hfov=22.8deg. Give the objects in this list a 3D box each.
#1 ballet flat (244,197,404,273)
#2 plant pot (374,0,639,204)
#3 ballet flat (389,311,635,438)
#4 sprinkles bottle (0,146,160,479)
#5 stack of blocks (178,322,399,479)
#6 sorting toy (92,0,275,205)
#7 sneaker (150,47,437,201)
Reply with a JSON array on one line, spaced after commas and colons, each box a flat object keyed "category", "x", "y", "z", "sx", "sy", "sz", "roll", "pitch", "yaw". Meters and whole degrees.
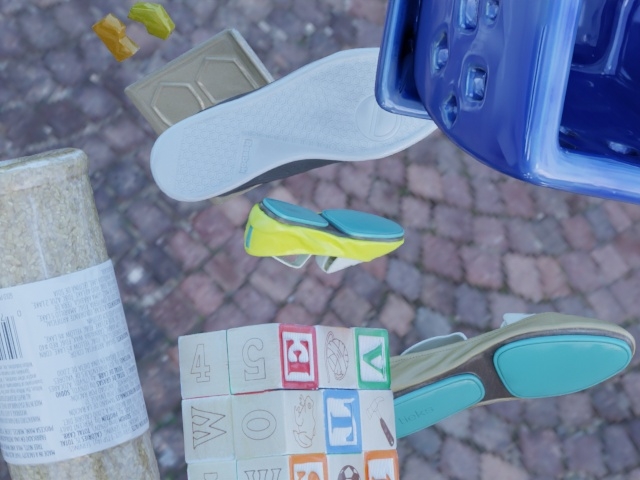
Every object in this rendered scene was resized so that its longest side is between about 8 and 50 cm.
[{"category": "ballet flat", "x": 0.000, "y": 0.000, "z": 1.900, "sx": 0.231, "sy": 0.077, "sz": 0.077, "roll": 8, "pitch": 24, "yaw": -42}, {"category": "plant pot", "x": 0.165, "y": -0.147, "z": 0.848, "sx": 0.236, "sy": 0.212, "sz": 0.236, "roll": 6, "pitch": 100, "yaw": -28}, {"category": "ballet flat", "x": 0.136, "y": 0.094, "z": 1.288, "sx": 0.073, "sy": 0.232, "sz": 0.080, "roll": -97, "pitch": 167, "yaw": -49}, {"category": "sprinkles bottle", "x": -0.199, "y": 0.111, "z": 1.228, "sx": 0.121, "sy": 0.121, "sz": 0.355, "roll": -19, "pitch": 100, "yaw": -42}, {"category": "stack of blocks", "x": -0.002, "y": 0.209, "z": 1.077, "sx": 0.171, "sy": 0.087, "sz": 0.297, "roll": 8, "pitch": 75, "yaw": -55}, {"category": "sorting toy", "x": -0.156, "y": -0.203, "z": 2.135, "sx": 0.307, "sy": 0.229, "sz": 0.041, "roll": 53, "pitch": 40, "yaw": -18}, {"category": "sneaker", "x": -0.020, "y": -0.114, "z": 1.508, "sx": 0.296, "sy": 0.147, "sz": 0.104, "roll": -18, "pitch": 97, "yaw": -5}]
